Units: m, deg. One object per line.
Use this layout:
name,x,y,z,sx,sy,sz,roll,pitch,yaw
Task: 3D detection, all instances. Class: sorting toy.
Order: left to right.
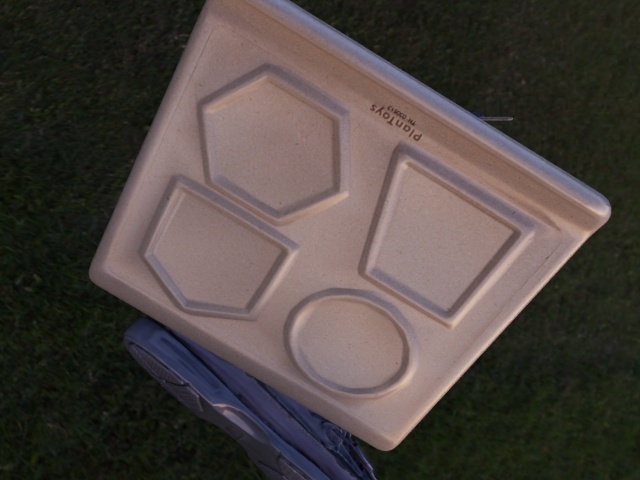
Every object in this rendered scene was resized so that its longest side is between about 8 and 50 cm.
sorting toy,0.000,0.000,0.389,0.193,0.208,0.038,31,38,-3

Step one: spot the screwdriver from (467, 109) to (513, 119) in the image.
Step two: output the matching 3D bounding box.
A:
screwdriver,0.223,-0.169,1.081,0.024,0.170,0.025,-16,97,-9

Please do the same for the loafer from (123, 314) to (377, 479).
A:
loafer,-0.028,0.149,0.685,0.302,0.109,0.095,42,65,-7
